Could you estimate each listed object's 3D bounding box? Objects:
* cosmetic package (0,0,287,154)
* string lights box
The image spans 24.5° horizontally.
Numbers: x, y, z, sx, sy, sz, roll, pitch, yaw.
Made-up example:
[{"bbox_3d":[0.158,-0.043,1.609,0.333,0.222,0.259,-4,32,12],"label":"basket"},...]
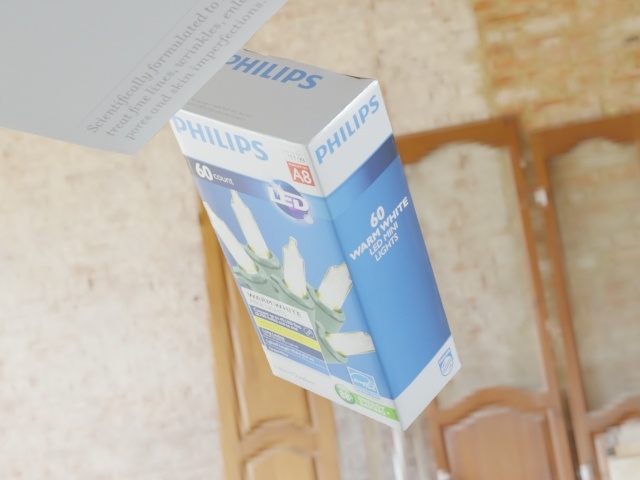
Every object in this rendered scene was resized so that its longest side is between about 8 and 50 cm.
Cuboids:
[{"bbox_3d":[-0.111,-0.157,0.579,0.151,0.184,0.151,10,-36,-39],"label":"cosmetic package"},{"bbox_3d":[0.000,0.000,1.017,0.133,0.260,0.077,19,52,39],"label":"string lights box"}]
